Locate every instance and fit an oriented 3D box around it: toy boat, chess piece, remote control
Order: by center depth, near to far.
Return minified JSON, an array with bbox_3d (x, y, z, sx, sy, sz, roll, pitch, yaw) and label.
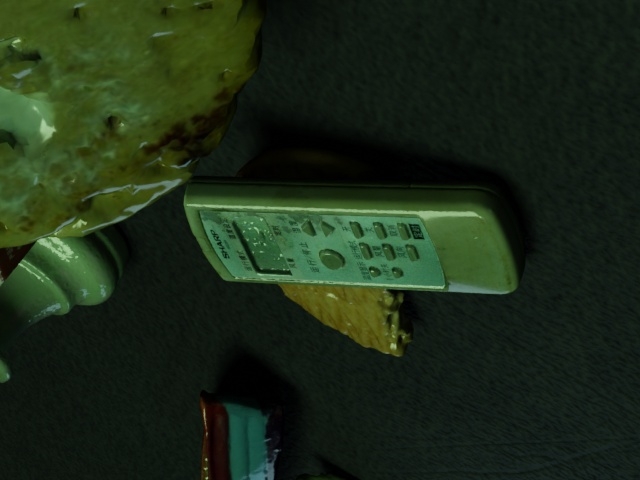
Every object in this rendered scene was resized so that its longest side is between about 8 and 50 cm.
[{"bbox_3d":[0.023,-0.004,1.211,0.234,0.038,0.098,3,142,23],"label":"remote control"},{"bbox_3d":[-0.289,0.083,1.513,0.139,0.271,0.139,26,154,13],"label":"chess piece"},{"bbox_3d":[-0.089,0.235,1.743,0.079,0.136,0.392,-2,152,-8],"label":"toy boat"}]

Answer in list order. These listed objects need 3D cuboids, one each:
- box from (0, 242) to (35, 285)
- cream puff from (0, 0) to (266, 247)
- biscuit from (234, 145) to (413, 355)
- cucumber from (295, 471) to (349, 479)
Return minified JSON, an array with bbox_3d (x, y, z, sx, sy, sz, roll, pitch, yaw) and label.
[{"bbox_3d":[-0.390,-0.170,1.360,0.345,0.122,0.385,24,153,17],"label":"box"},{"bbox_3d":[-0.201,-0.165,1.030,0.257,0.324,0.291,66,-175,30],"label":"cream puff"},{"bbox_3d":[0.001,-0.001,1.309,0.144,0.033,0.224,18,147,26],"label":"biscuit"},{"bbox_3d":[0.033,0.320,1.785,0.077,0.077,0.265,19,152,27],"label":"cucumber"}]
